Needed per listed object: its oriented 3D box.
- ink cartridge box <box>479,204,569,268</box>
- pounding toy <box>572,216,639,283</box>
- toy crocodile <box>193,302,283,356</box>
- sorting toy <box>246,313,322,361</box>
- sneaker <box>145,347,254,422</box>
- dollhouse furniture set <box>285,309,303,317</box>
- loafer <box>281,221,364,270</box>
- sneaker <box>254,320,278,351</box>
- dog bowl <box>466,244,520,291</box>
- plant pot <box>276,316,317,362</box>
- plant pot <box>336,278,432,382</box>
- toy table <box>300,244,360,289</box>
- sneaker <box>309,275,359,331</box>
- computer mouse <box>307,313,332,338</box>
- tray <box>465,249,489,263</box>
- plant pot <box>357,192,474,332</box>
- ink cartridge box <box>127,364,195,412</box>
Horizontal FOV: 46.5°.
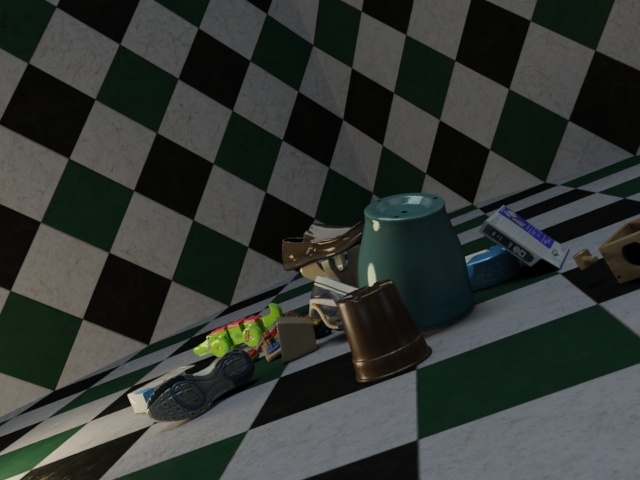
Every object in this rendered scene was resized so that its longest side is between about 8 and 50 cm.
[{"bbox_3d":[0.512,0.001,1.859,0.045,0.208,0.206,-61,-15,24],"label":"ink cartridge box"},{"bbox_3d":[0.590,0.033,1.429,0.181,0.094,0.206,-31,-1,-37],"label":"pounding toy"},{"bbox_3d":[-0.273,0.306,2.477,0.340,0.105,0.115,-21,3,22],"label":"toy crocodile"},{"bbox_3d":[-0.106,0.266,2.116,0.274,0.046,0.132,-35,13,-4],"label":"sorting toy"},{"bbox_3d":[-0.300,0.374,1.842,0.297,0.111,0.129,-20,-14,-37],"label":"sneaker"},{"bbox_3d":[-0.084,0.290,2.338,0.114,0.091,0.081,127,161,-52],"label":"dollhouse furniture set"},{"bbox_3d":[0.000,0.000,2.585,0.365,0.130,0.134,-21,2,28],"label":"loafer"},{"bbox_3d":[-0.148,0.309,2.264,0.118,0.067,0.042,-52,2,7],"label":"sneaker"},{"bbox_3d":[0.384,0.088,1.953,0.297,0.074,0.166,-20,4,30],"label":"dog bowl"},{"bbox_3d":[-0.063,0.256,1.990,0.096,0.109,0.109,-10,3,-3],"label":"plant pot"},{"bbox_3d":[0.118,0.176,1.505,0.166,0.165,0.167,-22,4,2],"label":"plant pot"},{"bbox_3d":[0.071,0.127,2.628,0.252,0.161,0.274,-22,2,3],"label":"toy table"},{"bbox_3d":[0.101,0.187,1.936,0.321,0.128,0.126,13,-7,44],"label":"sneaker"},{"bbox_3d":[0.014,0.222,2.233,0.188,0.072,0.272,-21,4,40],"label":"computer mouse"},{"bbox_3d":[0.405,0.083,2.265,0.270,0.030,0.145,-21,5,22],"label":"tray"},{"bbox_3d":[0.206,0.035,1.705,0.271,0.255,0.272,-8,20,3],"label":"plant pot"},{"bbox_3d":[-0.440,0.421,2.114,0.181,0.062,0.104,-26,5,-39],"label":"ink cartridge box"}]
